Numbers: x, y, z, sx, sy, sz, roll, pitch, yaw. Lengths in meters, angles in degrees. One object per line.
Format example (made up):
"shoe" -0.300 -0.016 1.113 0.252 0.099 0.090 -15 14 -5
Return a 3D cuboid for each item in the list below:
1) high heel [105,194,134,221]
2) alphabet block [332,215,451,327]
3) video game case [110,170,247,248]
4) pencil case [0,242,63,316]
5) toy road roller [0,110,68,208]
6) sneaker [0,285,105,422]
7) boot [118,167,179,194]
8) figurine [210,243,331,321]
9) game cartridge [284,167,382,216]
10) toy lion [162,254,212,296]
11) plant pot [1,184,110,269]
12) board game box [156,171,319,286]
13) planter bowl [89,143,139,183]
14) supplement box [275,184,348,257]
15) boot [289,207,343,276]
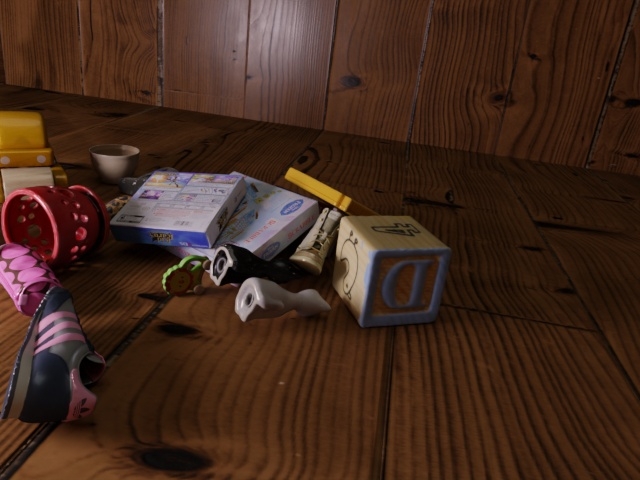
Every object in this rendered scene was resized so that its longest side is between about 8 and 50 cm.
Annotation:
"high heel" -0.464 -0.067 1.477 0.186 0.093 0.261 11 13 27
"alphabet block" 0.154 0.064 1.229 0.193 0.193 0.197 1 22 -19
"video game case" -0.358 -0.085 1.382 0.269 0.061 0.244 5 41 16
"pencil case" -0.604 0.080 1.099 0.209 0.095 0.098 27 3 39
"toy road roller" -0.889 -0.250 1.608 0.202 0.241 0.329 -8 27 -31
"sneaker" -0.427 0.188 0.902 0.131 0.112 0.319 17 21 -23
"boot" -0.544 -0.192 1.812 0.189 0.076 0.208 20 19 24
"figurine" -0.101 0.096 1.174 0.209 0.092 0.215 7 25 -41
"game cartridge" 0.085 -0.094 1.580 0.323 0.053 0.285 24 6 -42
"toy lion" -0.297 0.077 1.188 0.096 0.100 0.034 13 16 -40
"plant pot" -0.605 -0.039 1.257 0.191 0.191 0.174 18 22 24
"board game box" -0.222 -0.045 1.414 0.318 0.066 0.318 23 47 33
"planter bowl" -0.706 -0.259 1.854 0.162 0.109 0.162 5 22 -2
"supplement box" -0.053 -0.057 1.517 0.239 0.130 0.073 25 -3 36
"boot" 0.000 0.000 1.288 0.077 0.165 0.213 34 -6 -4
